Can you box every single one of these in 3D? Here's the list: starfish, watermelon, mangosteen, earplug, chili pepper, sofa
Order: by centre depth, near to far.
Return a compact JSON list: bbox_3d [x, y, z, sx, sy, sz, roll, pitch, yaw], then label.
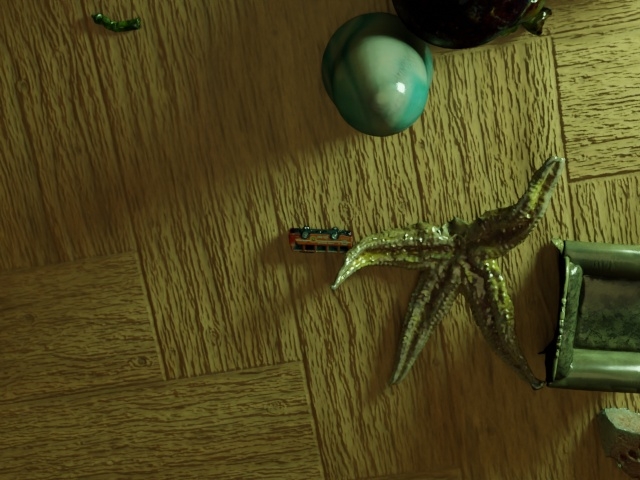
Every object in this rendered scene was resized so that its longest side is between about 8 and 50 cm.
[{"bbox_3d":[0.086,-0.240,1.609,0.185,0.324,0.184,1,106,3],"label":"earplug"},{"bbox_3d":[0.243,-0.387,1.638,0.231,0.231,0.289,-47,133,13],"label":"mangosteen"},{"bbox_3d":[-0.338,-0.357,1.751,0.083,0.022,0.027,8,139,-1],"label":"chili pepper"},{"bbox_3d":[0.480,0.126,1.771,0.200,0.182,0.258,4,106,0],"label":"sofa"},{"bbox_3d":[0.225,0.066,1.779,0.398,0.132,0.383,-6,98,13],"label":"starfish"},{"bbox_3d":[0.603,0.374,1.895,0.241,0.094,0.154,24,115,-3],"label":"watermelon"}]

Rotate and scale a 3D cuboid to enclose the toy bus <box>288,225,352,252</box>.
[{"bbox_3d":[0.000,0.000,1.832,0.110,0.031,0.043,2,112,1],"label":"toy bus"}]
